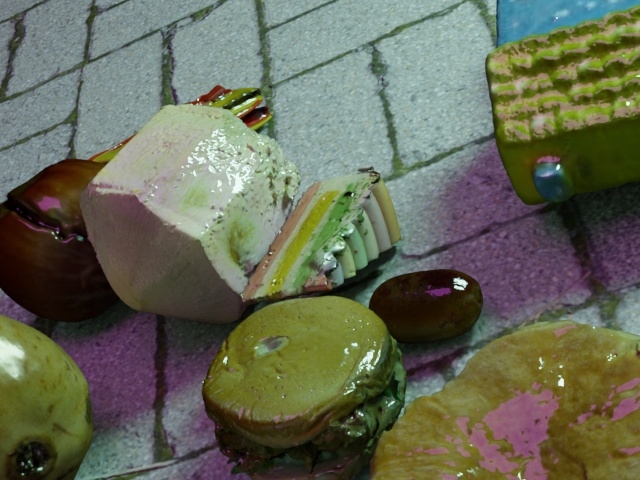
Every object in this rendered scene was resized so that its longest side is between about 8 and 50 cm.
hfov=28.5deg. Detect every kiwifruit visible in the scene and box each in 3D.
[{"bbox_3d":[0.108,0.069,1.312,0.124,0.075,0.075,-10,40,21],"label":"kiwifruit"}]

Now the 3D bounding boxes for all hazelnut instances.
[{"bbox_3d":[-0.316,-0.003,1.599,0.212,0.181,0.181,-56,26,-10],"label":"hazelnut"}]

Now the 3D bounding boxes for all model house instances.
[{"bbox_3d":[0.309,-0.168,1.349,0.237,0.215,0.303,-12,45,23],"label":"model house"}]

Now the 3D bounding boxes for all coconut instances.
[{"bbox_3d":[-0.155,-0.022,1.472,0.233,0.233,0.245,2,46,37],"label":"coconut"}]

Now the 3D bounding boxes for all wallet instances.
[{"bbox_3d":[-0.200,-0.146,1.735,0.141,0.067,0.241,5,30,47],"label":"wallet"}]

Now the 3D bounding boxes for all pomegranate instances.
[{"bbox_3d":[-0.375,0.192,1.350,0.260,0.260,0.260,-19,37,15],"label":"pomegranate"}]

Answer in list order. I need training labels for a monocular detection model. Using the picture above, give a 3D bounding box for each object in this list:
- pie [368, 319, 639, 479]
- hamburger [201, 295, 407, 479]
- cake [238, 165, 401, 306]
[{"bbox_3d":[0.192,0.201,1.087,0.339,0.083,0.339,-21,35,15],"label":"pie"},{"bbox_3d":[-0.008,0.148,1.259,0.189,0.122,0.215,-10,36,22],"label":"hamburger"},{"bbox_3d":[0.008,0.017,1.403,0.109,0.090,0.225,-8,32,31],"label":"cake"}]
